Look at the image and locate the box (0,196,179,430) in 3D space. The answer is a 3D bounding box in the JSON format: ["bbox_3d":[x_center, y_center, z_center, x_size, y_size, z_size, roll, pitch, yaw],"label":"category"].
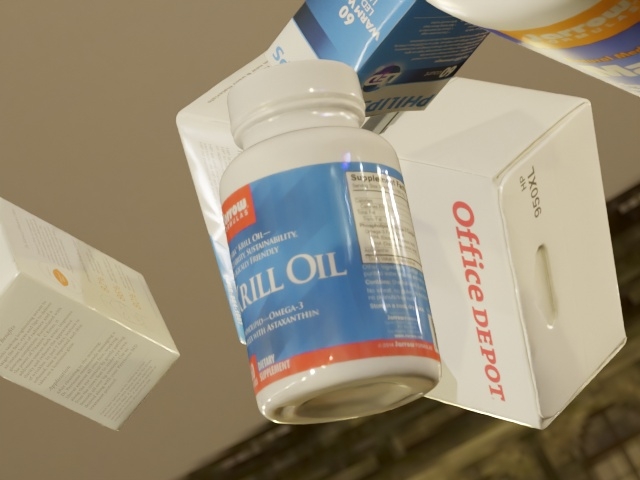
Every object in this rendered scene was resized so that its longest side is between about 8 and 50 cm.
[{"bbox_3d":[-0.221,0.059,1.632,0.170,0.130,0.091,31,-74,-33],"label":"box"}]

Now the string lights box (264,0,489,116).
[{"bbox_3d":[0.086,-0.197,1.426,0.133,0.077,0.260,-12,-29,-47],"label":"string lights box"}]

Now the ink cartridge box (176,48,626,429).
[{"bbox_3d":[0.081,-0.010,1.937,0.166,0.395,0.285,-40,-51,-37],"label":"ink cartridge box"}]

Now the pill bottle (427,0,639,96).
[{"bbox_3d":[0.118,-0.155,0.870,0.152,0.152,0.272,-39,-31,27],"label":"pill bottle"}]

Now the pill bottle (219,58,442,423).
[{"bbox_3d":[0.000,0.000,1.300,0.124,0.221,0.124,-11,-18,-3],"label":"pill bottle"}]
